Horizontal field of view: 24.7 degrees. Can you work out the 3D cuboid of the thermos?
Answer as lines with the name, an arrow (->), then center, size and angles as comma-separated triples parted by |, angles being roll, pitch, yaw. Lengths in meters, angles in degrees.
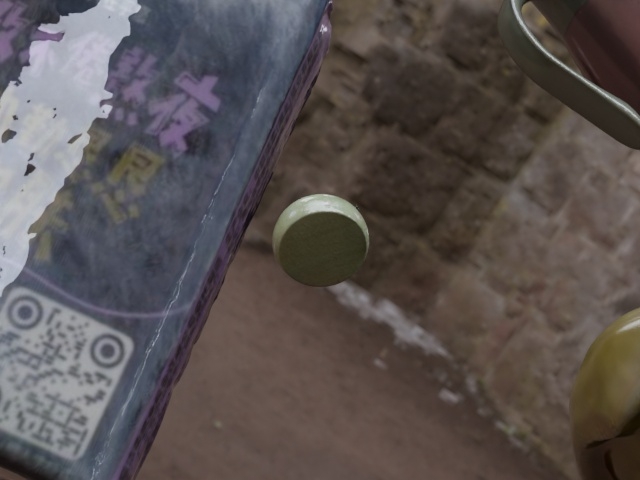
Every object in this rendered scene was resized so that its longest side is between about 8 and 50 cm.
thermos -> 0.224, -0.115, 0.920 | 0.265, 0.146, 0.176 | 44, 54, 13

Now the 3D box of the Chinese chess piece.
Chinese chess piece -> 0.000, 0.000, 1.261 | 0.084, 0.084, 0.034 | 31, 20, -23

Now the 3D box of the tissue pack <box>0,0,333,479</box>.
tissue pack -> -0.169, -0.038, 0.887 | 0.259, 0.361, 0.122 | 22, -20, 1

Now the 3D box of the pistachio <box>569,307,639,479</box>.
pistachio -> 0.223, 0.091, 0.737 | 0.166, 0.197, 0.288 | 43, 4, 16
